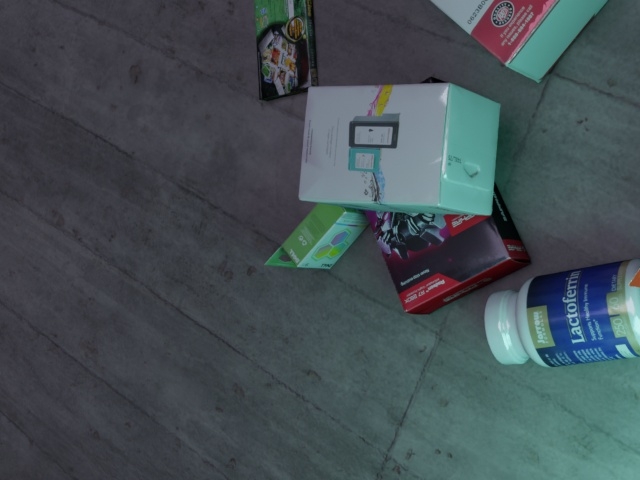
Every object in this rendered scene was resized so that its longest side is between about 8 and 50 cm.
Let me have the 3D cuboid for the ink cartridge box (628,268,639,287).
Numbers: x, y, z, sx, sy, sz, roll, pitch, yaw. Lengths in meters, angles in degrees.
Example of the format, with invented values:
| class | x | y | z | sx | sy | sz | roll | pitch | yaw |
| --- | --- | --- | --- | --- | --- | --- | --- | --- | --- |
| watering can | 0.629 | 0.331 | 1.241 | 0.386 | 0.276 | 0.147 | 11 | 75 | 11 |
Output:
| class | x | y | z | sx | sy | sz | roll | pitch | yaw |
| --- | --- | --- | --- | --- | --- | --- | --- | --- | --- |
| ink cartridge box | 0.579 | -0.008 | 1.510 | 0.066 | 0.189 | 0.232 | 39 | 109 | 39 |

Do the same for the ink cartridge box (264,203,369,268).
| class | x | y | z | sx | sy | sz | roll | pitch | yaw |
| --- | --- | --- | --- | --- | --- | --- | --- | --- | --- |
| ink cartridge box | 0.000 | 0.000 | 1.965 | 0.209 | 0.109 | 0.062 | -48 | 62 | 23 |

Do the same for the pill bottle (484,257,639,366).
| class | x | y | z | sx | sy | sz | roll | pitch | yaw |
| --- | --- | --- | --- | --- | --- | --- | --- | --- | --- |
| pill bottle | 0.409 | 0.124 | 1.644 | 0.265 | 0.153 | 0.153 | -14 | 80 | 34 |

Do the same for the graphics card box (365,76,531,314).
| class | x | y | z | sx | sy | sz | roll | pitch | yaw |
| --- | --- | --- | --- | --- | --- | --- | --- | --- | --- |
| graphics card box | 0.197 | -0.078 | 1.841 | 0.233 | 0.094 | 0.371 | -30 | 70 | 31 |

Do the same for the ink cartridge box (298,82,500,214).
| class | x | y | z | sx | sy | sz | roll | pitch | yaw |
| --- | --- | --- | --- | --- | --- | --- | --- | --- | --- |
| ink cartridge box | 0.135 | -0.149 | 1.711 | 0.270 | 0.198 | 0.197 | 4 | 89 | 34 |

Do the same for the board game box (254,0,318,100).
| class | x | y | z | sx | sy | sz | roll | pitch | yaw |
| --- | --- | --- | --- | --- | --- | --- | --- | --- | --- |
| board game box | -0.073 | -0.424 | 2.088 | 0.136 | 0.030 | 0.259 | -7 | 84 | 37 |

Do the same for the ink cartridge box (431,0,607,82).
| class | x | y | z | sx | sy | sz | roll | pitch | yaw |
| --- | --- | --- | --- | --- | --- | --- | --- | --- | --- |
| ink cartridge box | 0.303 | -0.503 | 1.745 | 0.384 | 0.160 | 0.279 | 48 | 114 | 27 |
